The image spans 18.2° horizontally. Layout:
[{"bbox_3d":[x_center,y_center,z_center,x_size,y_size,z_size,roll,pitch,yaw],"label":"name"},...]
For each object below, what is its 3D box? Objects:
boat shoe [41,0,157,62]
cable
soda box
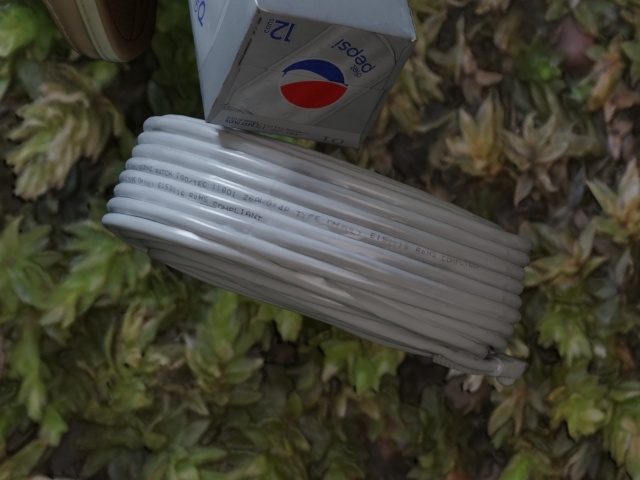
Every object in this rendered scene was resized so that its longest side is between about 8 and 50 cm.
[{"bbox_3d":[-0.190,-0.243,1.204,0.098,0.109,0.302,-18,103,22],"label":"boat shoe"},{"bbox_3d":[0.000,0.000,1.194,0.257,0.257,0.089,18,86,19],"label":"cable"},{"bbox_3d":[-0.025,-0.189,1.172,0.098,0.286,0.091,8,135,-21],"label":"soda box"}]
